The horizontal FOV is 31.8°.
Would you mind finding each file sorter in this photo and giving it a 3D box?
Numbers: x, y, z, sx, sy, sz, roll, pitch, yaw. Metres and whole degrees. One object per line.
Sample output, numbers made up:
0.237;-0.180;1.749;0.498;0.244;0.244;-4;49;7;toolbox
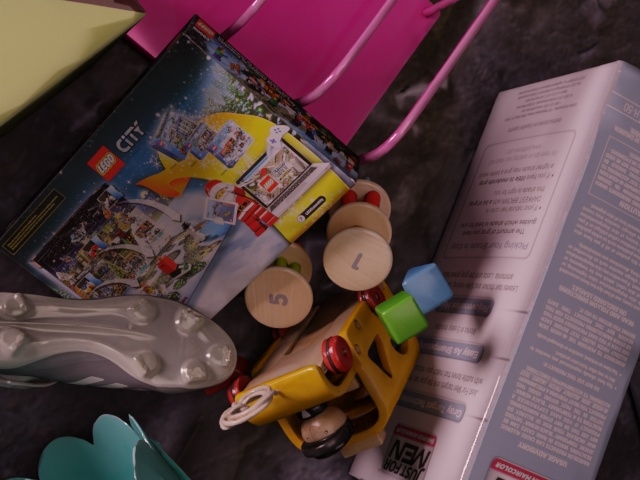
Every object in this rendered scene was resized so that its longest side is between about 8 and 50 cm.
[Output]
-0.031;-0.212;0.858;0.291;0.182;0.202;39;75;-15;file sorter

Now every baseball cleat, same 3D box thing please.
-0.169;0.079;0.839;0.206;0.109;0.072;12;67;-13;baseball cleat

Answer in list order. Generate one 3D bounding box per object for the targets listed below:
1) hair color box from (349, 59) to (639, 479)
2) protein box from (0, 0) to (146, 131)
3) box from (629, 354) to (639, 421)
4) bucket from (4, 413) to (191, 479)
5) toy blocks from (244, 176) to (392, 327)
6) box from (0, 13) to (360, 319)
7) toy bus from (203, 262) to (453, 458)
0.172;0.053;0.928;0.113;0.185;0.374;26;80;-19;hair color box
-0.255;-0.131;0.763;0.200;0.201;0.136;-42;103;-16;protein box
0.432;0.126;1.058;0.262;0.127;0.231;-17;93;-21;box
-0.168;0.277;0.761;0.281;0.281;0.183;-45;106;-16;bucket
0.000;0.000;0.912;0.123;0.148;0.054;-26;110;13;toy blocks
-0.107;-0.028;0.827;0.159;0.044;0.233;41;116;-15;box
0.010;0.113;0.863;0.202;0.191;0.104;-34;101;-18;toy bus
